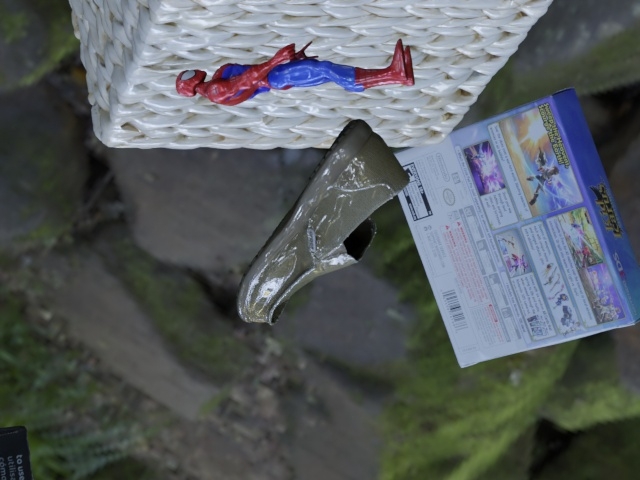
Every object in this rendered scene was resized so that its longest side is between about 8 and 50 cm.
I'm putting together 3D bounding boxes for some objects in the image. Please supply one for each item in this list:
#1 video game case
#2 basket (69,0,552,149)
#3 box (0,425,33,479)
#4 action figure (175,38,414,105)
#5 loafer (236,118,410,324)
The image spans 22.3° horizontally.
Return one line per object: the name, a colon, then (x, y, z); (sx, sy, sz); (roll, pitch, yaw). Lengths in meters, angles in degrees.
video game case: (0.224, -0.010, 1.854); (0.244, 0.061, 0.269); (-18, 92, 40)
basket: (-0.022, -0.266, 1.261); (0.331, 0.328, 0.266); (-3, 151, -23)
box: (-0.230, 0.231, 0.819); (0.163, 0.247, 0.142); (-3, 171, -40)
action figure: (-0.014, -0.081, 0.780); (0.115, 0.030, 0.038); (-8, -178, 12)
loafer: (0.000, 0.000, 0.906); (0.050, 0.056, 0.148); (35, 127, 2)
